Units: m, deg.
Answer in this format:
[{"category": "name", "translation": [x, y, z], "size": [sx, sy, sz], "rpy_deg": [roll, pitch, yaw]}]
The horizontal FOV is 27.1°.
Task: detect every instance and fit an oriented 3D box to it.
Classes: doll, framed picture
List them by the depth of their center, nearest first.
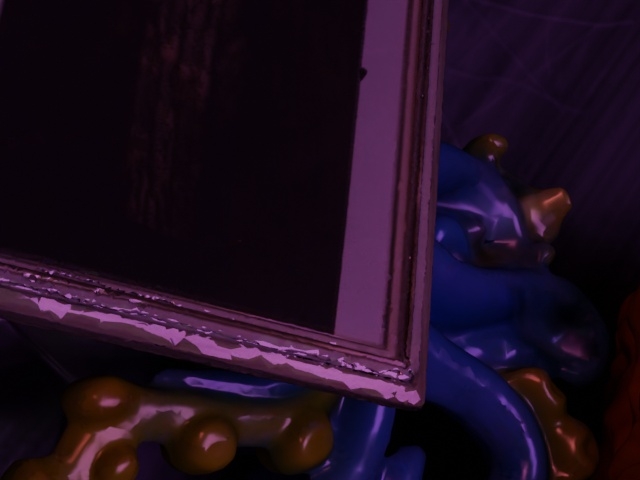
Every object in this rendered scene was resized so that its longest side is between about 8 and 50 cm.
[{"category": "framed picture", "translation": [-0.052, -0.093, 0.524], "size": [0.231, 0.018, 0.293], "rpy_deg": [14, 60, -15]}, {"category": "doll", "translation": [0.000, 0.000, 0.583], "size": [0.341, 0.099, 0.346], "rpy_deg": [18, 65, -25]}]

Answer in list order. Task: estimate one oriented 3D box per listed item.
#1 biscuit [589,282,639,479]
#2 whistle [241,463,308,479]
[{"category": "biscuit", "translation": [0.194, 0.126, 0.681], "size": [0.312, 0.111, 0.318], "rpy_deg": [58, 40, -71]}, {"category": "whistle", "translation": [-0.016, 0.156, 0.625], "size": [0.090, 0.090, 0.158], "rpy_deg": [46, 66, -28]}]
